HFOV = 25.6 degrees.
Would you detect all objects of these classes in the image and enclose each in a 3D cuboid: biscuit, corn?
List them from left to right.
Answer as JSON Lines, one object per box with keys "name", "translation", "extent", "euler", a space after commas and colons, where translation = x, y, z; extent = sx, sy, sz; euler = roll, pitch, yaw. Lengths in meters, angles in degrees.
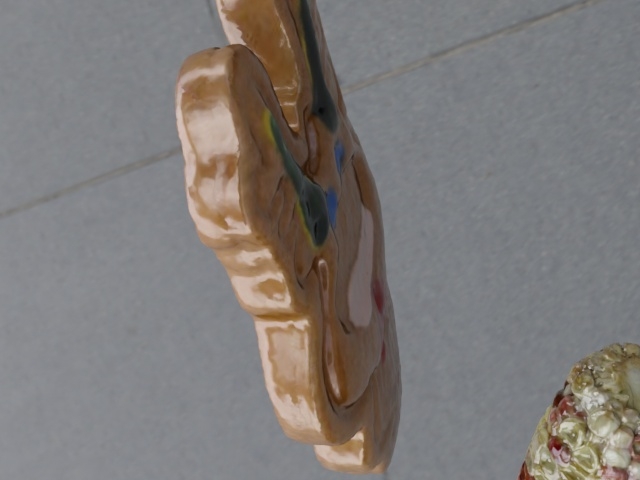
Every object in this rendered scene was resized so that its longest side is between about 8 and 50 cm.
{"name": "biscuit", "translation": [0.000, 0.000, 0.760], "extent": [0.047, 0.202, 0.334], "euler": [-4, 133, 14]}
{"name": "corn", "translation": [0.137, 0.192, 0.782], "extent": [0.098, 0.098, 0.290], "euler": [25, 115, 23]}
